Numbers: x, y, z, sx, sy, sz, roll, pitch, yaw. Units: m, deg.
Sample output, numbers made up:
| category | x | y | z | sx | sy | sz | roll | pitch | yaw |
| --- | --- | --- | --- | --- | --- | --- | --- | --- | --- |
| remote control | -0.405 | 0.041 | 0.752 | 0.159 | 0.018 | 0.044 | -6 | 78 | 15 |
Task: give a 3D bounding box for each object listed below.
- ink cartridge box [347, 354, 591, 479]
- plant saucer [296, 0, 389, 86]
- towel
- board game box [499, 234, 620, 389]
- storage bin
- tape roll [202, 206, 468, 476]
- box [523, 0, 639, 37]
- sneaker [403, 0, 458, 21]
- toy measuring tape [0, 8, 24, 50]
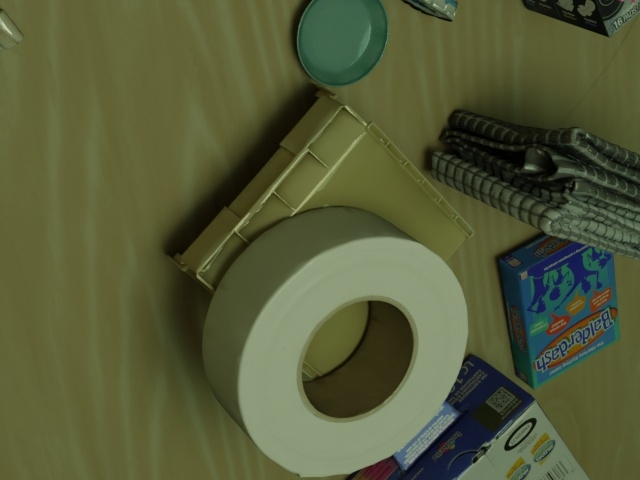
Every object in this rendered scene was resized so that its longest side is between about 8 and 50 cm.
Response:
| category | x | y | z | sx | sy | sz | roll | pitch | yaw |
| --- | --- | --- | --- | --- | --- | --- | --- | --- | --- |
| ink cartridge box | 0.217 | 0.350 | 1.639 | 0.270 | 0.151 | 0.395 | -44 | 127 | -8 |
| plant saucer | 0.022 | -0.234 | 1.351 | 0.119 | 0.021 | 0.119 | -12 | 115 | -26 |
| towel | 0.306 | -0.074 | 1.458 | 0.283 | 0.235 | 0.121 | 14 | 101 | -36 |
| board game box | 0.334 | 0.084 | 1.648 | 0.160 | 0.047 | 0.210 | -28 | 127 | -18 |
| storage bin | 0.000 | 0.000 | 1.379 | 0.262 | 0.123 | 0.260 | -49 | 126 | -3 |
| tape roll | 0.018 | 0.112 | 1.301 | 0.286 | 0.100 | 0.286 | -13 | 117 | -26 |
| box | 0.355 | -0.380 | 1.396 | 0.247 | 0.163 | 0.142 | -40 | 127 | -10 |
| sneaker | 0.094 | -0.320 | 1.336 | 0.190 | 0.071 | 0.083 | 22 | 92 | -44 |
| toy measuring tape | -0.400 | -0.089 | 1.109 | 0.330 | 0.121 | 0.121 | -42 | 125 | -8 |
